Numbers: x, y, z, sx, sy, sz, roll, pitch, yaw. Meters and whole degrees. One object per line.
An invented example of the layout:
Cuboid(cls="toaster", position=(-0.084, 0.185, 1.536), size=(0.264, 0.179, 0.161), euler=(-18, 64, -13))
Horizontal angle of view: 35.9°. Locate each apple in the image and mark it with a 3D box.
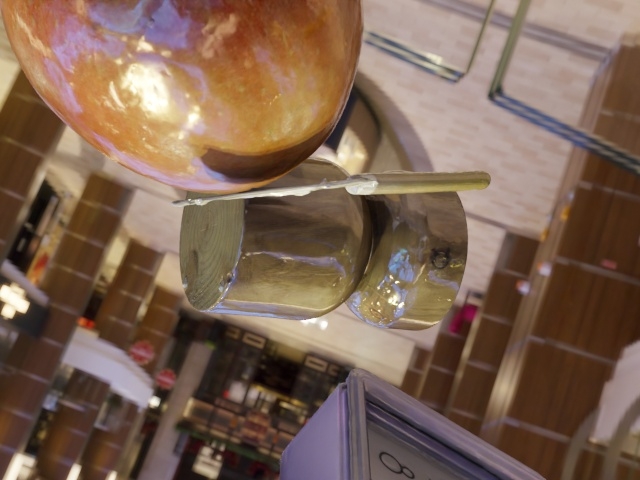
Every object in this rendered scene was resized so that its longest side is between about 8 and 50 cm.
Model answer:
Cuboid(cls="apple", position=(-0.093, -0.151, 0.695), size=(0.253, 0.253, 0.253), euler=(19, 165, 5))

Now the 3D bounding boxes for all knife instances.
Cuboid(cls="knife", position=(0.021, -0.039, 0.704), size=(0.298, 0.017, 0.047), euler=(-5, -174, -37))

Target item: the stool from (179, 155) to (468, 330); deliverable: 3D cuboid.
Cuboid(cls="stool", position=(0.000, 0.000, 1.060), size=(0.264, 0.179, 0.179), euler=(7, 172, -26))

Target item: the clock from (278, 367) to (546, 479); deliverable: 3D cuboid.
Cuboid(cls="clock", position=(0.055, 0.160, 0.458), size=(0.144, 0.073, 0.193), euler=(31, -161, -12))
